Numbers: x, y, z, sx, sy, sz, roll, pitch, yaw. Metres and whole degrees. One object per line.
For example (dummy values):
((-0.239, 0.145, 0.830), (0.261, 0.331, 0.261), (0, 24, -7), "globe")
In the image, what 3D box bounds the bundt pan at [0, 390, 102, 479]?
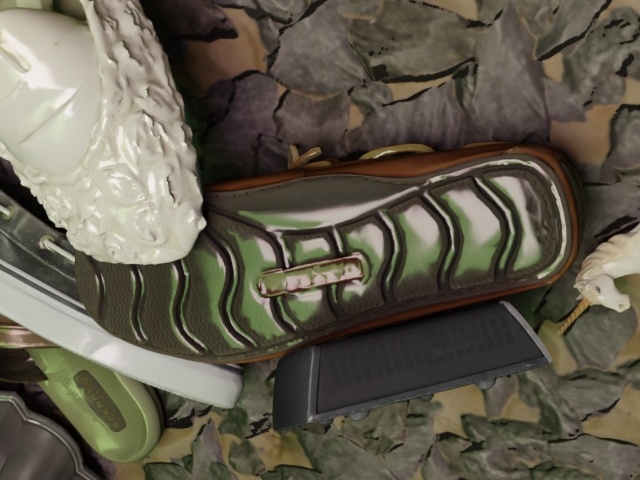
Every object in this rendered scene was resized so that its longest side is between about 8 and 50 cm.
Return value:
((-0.378, 0.288, 1.068), (0.331, 0.124, 0.331), (2, 121, 3), "bundt pan")

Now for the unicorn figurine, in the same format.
((0.242, 0.000, 0.766), (0.111, 0.060, 0.162), (17, 106, 16), "unicorn figurine")

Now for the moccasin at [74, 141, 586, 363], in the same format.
((-0.001, -0.003, 0.810), (0.380, 0.147, 0.139), (-17, 96, 17), "moccasin")

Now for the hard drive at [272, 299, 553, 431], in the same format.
((0.048, 0.092, 0.779), (0.172, 0.255, 0.054), (-12, 81, -8), "hard drive")

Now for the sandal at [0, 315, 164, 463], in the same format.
((-0.262, 0.092, 1.019), (0.303, 0.086, 0.120), (48, 125, -6), "sandal")

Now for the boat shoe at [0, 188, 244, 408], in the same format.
((-0.203, 0.029, 0.935), (0.335, 0.119, 0.121), (27, 169, -3), "boat shoe")

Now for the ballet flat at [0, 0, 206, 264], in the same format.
((-0.207, -0.164, 0.744), (0.147, 0.147, 0.409), (-28, 79, 33), "ballet flat")
